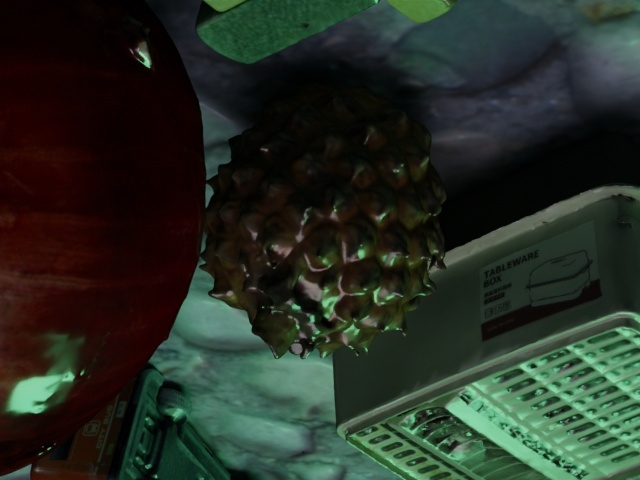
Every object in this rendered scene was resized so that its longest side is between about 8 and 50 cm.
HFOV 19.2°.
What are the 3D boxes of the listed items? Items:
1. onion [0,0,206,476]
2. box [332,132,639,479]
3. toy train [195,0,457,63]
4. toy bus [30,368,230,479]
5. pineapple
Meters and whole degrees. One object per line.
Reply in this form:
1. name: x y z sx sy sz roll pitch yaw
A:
1. onion: -0.212 -0.039 1.083 0.341 0.341 0.341 3 144 2
2. box: 0.156 0.066 1.317 0.290 0.166 0.220 -25 135 33
3. toy train: -0.048 -0.237 0.942 0.253 0.160 0.397 -22 137 41
4. toy bus: -0.141 0.221 1.608 0.120 0.121 0.265 -3 145 24
5. pineapple: 0.000 0.000 1.211 0.166 0.193 0.166 15 142 12
